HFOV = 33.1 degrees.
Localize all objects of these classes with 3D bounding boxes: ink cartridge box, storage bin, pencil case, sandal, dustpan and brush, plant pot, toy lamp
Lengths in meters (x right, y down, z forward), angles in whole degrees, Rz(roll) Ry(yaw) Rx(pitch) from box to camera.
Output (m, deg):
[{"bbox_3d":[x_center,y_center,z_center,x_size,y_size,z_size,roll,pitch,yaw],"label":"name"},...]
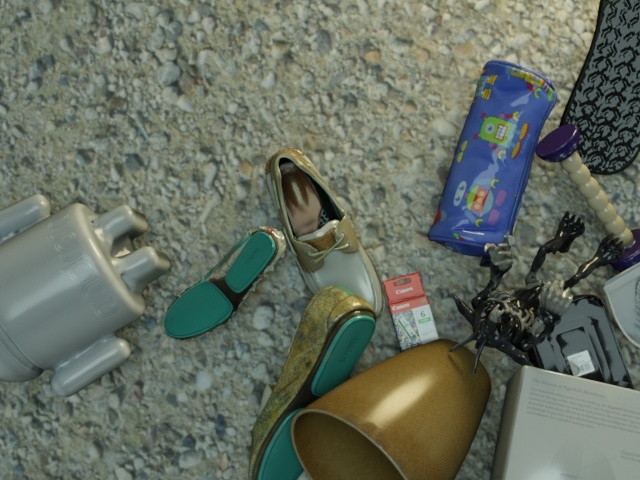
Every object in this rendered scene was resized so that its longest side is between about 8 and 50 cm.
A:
[{"bbox_3d":[0.140,0.111,1.666,0.063,0.029,0.115,-15,86,2],"label":"ink cartridge box"},{"bbox_3d":[0.385,0.180,1.625,0.122,0.084,0.180,-19,85,1],"label":"storage bin"},{"bbox_3d":[0.265,-0.117,1.630,0.133,0.119,0.306,17,87,24],"label":"pencil case"},{"bbox_3d":[0.489,-0.317,1.655,0.168,0.107,0.445,26,100,4],"label":"sandal"},{"bbox_3d":[0.506,0.132,1.620,0.147,0.060,0.211,-26,123,-18],"label":"dustpan and brush"},{"bbox_3d":[0.127,0.263,1.557,0.237,0.237,0.254,48,56,4],"label":"plant pot"},{"bbox_3d":[0.421,-0.046,1.605,0.080,0.080,0.274,-40,108,-1],"label":"toy lamp"}]

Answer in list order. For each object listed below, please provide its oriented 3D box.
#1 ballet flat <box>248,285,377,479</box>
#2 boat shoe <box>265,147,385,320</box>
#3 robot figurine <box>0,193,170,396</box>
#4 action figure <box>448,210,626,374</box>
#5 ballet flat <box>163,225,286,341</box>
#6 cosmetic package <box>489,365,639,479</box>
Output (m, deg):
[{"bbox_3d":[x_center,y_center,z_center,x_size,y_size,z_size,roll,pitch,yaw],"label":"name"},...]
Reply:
[{"bbox_3d":[-0.028,0.220,1.618,0.123,0.123,0.348,27,107,4],"label":"ballet flat"},{"bbox_3d":[0.000,0.000,1.641,0.113,0.103,0.302,-31,86,0],"label":"boat shoe"},{"bbox_3d":[-0.405,0.079,1.603,0.354,0.200,0.299,-31,81,0],"label":"robot figurine"},{"bbox_3d":[0.297,0.067,1.540,0.276,0.141,0.164,-40,60,-17],"label":"action figure"},{"bbox_3d":[-0.137,0.070,1.651,0.241,0.077,0.091,-40,82,14],"label":"ballet flat"},{"bbox_3d":[0.359,0.313,1.487,0.224,0.138,0.224,13,74,3],"label":"cosmetic package"}]
